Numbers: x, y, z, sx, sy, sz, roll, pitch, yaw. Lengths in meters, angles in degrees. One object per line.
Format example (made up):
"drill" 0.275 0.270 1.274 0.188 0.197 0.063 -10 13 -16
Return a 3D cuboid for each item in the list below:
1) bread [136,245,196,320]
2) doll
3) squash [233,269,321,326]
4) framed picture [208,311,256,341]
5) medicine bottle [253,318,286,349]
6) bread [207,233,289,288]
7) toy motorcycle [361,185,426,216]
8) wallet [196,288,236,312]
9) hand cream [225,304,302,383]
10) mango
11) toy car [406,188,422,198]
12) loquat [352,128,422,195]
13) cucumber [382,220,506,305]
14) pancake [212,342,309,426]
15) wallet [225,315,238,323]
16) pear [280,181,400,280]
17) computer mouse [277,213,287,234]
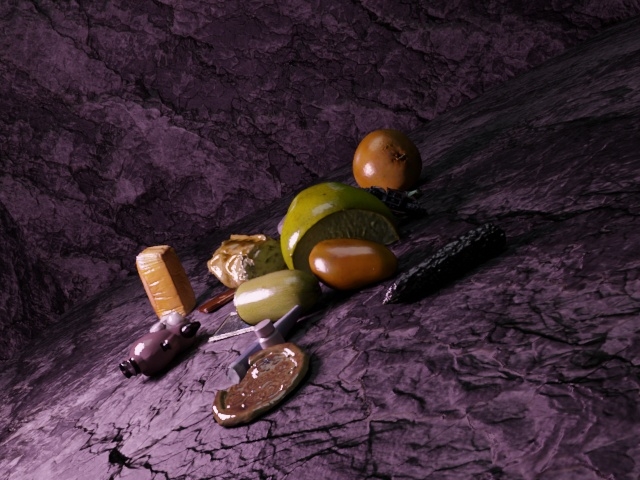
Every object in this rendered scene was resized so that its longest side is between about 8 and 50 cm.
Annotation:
"bread" -0.568 0.158 2.172 0.120 0.288 0.152 -15 17 14
"doll" -0.467 0.307 1.737 0.182 0.117 0.257 -23 16 49
"squash" -0.102 0.143 1.561 0.247 0.132 0.132 -20 16 37
"framed picture" -0.228 0.234 1.718 0.183 0.011 0.142 -19 20 30
"medicine bottle" -0.113 0.228 1.347 0.052 0.089 0.052 -27 13 7
"bread" -0.218 0.076 1.902 0.252 0.195 0.238 -1 32 46
"toy motorcycle" 0.229 -0.123 1.856 0.118 0.213 0.084 -24 -47 -79
"wallet" -0.342 0.205 2.066 0.176 0.026 0.095 -30 12 -27
"hand cream" -0.126 0.243 1.407 0.255 0.048 0.079 -42 -13 -43
"mango" 0.081 0.063 1.509 0.254 0.113 0.138 2 68 33
"toy car" 0.304 -0.148 2.045 0.122 0.035 0.059 -27 10 -33
"loquat" 0.245 -0.285 2.206 0.263 0.262 0.263 -27 13 7
"cucumber" 0.261 0.055 1.278 0.300 0.072 0.072 -31 13 -4
"pancake" -0.122 0.295 1.222 0.212 0.029 0.235 -9 29 43
"wallet" -0.253 0.233 1.803 0.083 0.011 0.044 -27 13 7
"pear" 0.026 -0.067 1.794 0.343 0.238 0.318 -28 31 4
"computer mouse" -0.049 -0.105 2.447 0.297 0.121 0.184 -38 16 40
